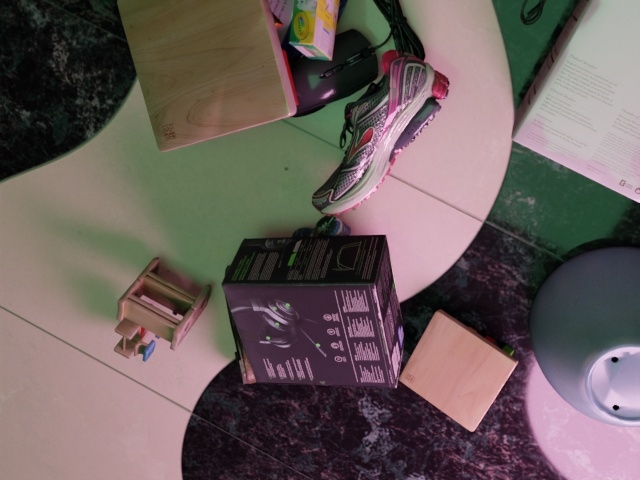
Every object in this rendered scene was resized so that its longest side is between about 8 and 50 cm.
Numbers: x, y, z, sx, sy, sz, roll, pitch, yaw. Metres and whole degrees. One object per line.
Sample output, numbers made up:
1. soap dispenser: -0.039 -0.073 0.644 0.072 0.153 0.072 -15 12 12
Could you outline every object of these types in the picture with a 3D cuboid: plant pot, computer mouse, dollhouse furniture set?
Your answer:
1. plant pot: 0.479 0.179 1.138 0.290 0.195 0.290 5 111 14
2. computer mouse: 0.020 -0.311 1.146 0.262 0.060 0.184 -19 105 12
3. dollhouse furniture set: -0.310 0.153 1.417 0.129 0.129 0.184 28 139 5

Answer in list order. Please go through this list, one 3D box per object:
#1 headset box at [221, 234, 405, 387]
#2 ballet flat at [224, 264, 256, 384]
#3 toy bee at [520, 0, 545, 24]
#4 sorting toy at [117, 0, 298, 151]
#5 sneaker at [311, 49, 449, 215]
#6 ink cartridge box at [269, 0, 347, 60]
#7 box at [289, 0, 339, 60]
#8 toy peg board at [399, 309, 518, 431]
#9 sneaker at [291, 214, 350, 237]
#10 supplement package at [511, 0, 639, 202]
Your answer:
1. headset box: -0.013 0.126 1.264 0.283 0.131 0.246 -2 127 17
2. ballet flat: -0.142 0.161 1.389 0.058 0.084 0.250 -11 108 -14
3. toy bee: 0.316 -0.450 0.952 0.162 0.195 0.298 20 106 -22
4. sorting toy: -0.166 -0.296 1.146 0.257 0.089 0.255 -10 99 29
5. sneaker: 0.075 -0.168 1.163 0.112 0.121 0.299 31 114 -13
6. ink cartridge box: -0.098 -0.350 1.197 0.224 0.045 0.223 28 114 5
7. box: -0.003 -0.369 1.073 0.043 0.105 0.179 10 93 16
8. toy peg board: 0.253 0.222 1.297 0.160 0.079 0.161 34 115 20
9. sneaker: 0.000 0.000 1.291 0.135 0.058 0.052 -23 59 43
10. supplement package: 0.420 -0.231 1.003 0.199 0.198 0.263 28 116 5
